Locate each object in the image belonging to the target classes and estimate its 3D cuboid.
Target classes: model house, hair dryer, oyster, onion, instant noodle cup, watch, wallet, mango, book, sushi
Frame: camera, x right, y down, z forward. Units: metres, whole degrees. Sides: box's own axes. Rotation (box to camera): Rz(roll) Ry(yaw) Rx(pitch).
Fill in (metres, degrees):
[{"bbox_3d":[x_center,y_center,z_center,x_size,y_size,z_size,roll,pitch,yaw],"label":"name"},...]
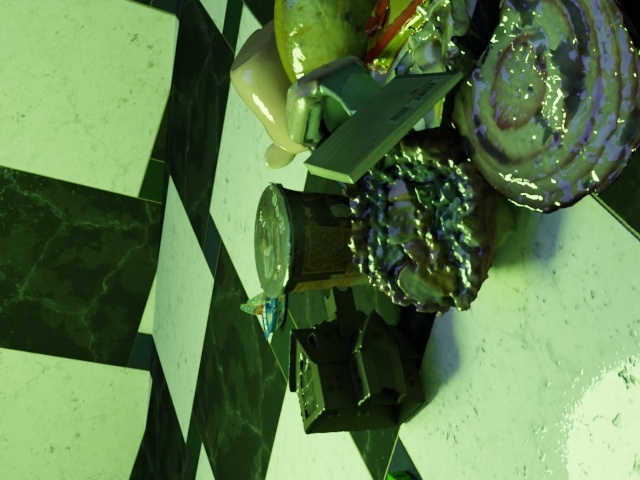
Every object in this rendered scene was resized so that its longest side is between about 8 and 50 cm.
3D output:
[{"bbox_3d":[0.062,0.186,1.716,0.204,0.211,0.243,125,139,-53],"label":"model house"},{"bbox_3d":[0.225,-0.236,1.349,0.050,0.194,0.173,20,113,35],"label":"hair dryer"},{"bbox_3d":[0.185,-0.243,1.552,0.271,0.100,0.275,-157,50,-67],"label":"oyster"},{"bbox_3d":[0.308,-0.173,1.217,0.280,0.146,0.314,58,137,30],"label":"onion"},{"bbox_3d":[0.000,0.000,1.868,0.217,0.207,0.218,180,90,-69],"label":"instant noodle cup"},{"bbox_3d":[0.064,-0.190,1.755,0.241,0.161,0.253,55,162,16],"label":"watch"},{"bbox_3d":[0.144,-0.390,1.650,0.241,0.067,0.141,137,149,-59],"label":"wallet"},{"bbox_3d":[0.004,-0.407,1.892,0.176,0.175,0.330,24,125,31],"label":"mango"},{"bbox_3d":[0.081,-0.166,1.414,0.215,0.025,0.282,-44,14,-2],"label":"book"},{"bbox_3d":[0.173,-0.033,1.447,0.236,0.171,0.270,1,105,26],"label":"sushi"}]

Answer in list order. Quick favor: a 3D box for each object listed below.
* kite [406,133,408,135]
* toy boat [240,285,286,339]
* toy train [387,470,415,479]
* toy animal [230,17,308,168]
[{"bbox_3d":[0.104,-0.131,1.631,0.157,0.139,0.011,-61,12,4],"label":"kite"},{"bbox_3d":[-0.139,0.150,2.342,0.091,0.110,0.175,-173,82,-68],"label":"toy boat"},{"bbox_3d":[0.134,0.519,1.761,0.044,0.042,0.209,-156,68,-67],"label":"toy train"},{"bbox_3d":[-0.076,-0.314,2.065,0.195,0.256,0.213,-30,18,36],"label":"toy animal"}]
